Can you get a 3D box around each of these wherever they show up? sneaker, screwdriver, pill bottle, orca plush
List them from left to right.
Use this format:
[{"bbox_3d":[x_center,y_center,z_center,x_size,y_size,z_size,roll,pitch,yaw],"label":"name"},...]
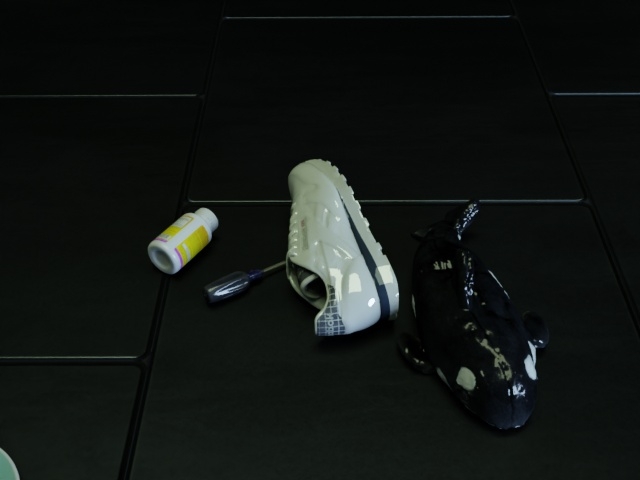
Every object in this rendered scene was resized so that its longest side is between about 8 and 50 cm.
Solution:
[{"bbox_3d":[-0.152,-0.002,0.913,0.043,0.043,0.083,22,46,24],"label":"pill bottle"},{"bbox_3d":[-0.054,0.033,0.897,0.169,0.025,0.024,-18,43,-32],"label":"screwdriver"},{"bbox_3d":[0.000,0.000,0.873,0.094,0.090,0.235,-19,47,-10],"label":"sneaker"},{"bbox_3d":[0.157,0.042,0.814,0.151,0.102,0.287,5,41,6],"label":"orca plush"}]

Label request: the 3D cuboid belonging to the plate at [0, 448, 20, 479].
[{"bbox_3d":[-0.338,0.226,0.652,0.188,0.024,0.188,1,31,-1],"label":"plate"}]
